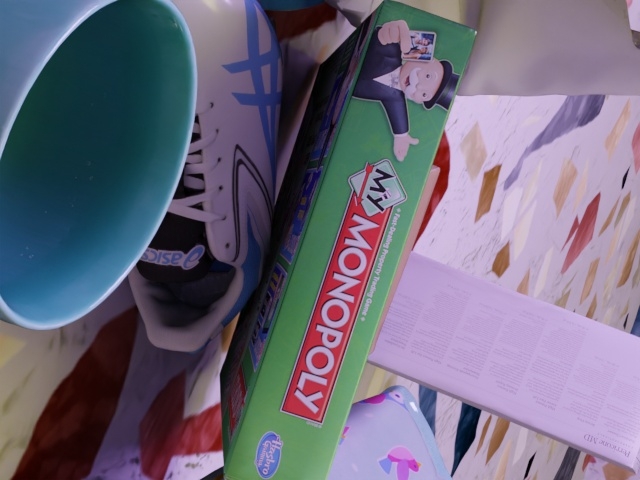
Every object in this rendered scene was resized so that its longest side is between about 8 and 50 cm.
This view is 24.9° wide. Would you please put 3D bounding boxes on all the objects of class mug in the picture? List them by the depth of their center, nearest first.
[{"bbox_3d":[-0.114,-0.051,0.541,0.158,0.097,0.129,-50,152,-42],"label":"mug"}]

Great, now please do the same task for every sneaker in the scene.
[{"bbox_3d":[-0.062,-0.036,0.693,0.237,0.085,0.086,89,7,-48],"label":"sneaker"}]

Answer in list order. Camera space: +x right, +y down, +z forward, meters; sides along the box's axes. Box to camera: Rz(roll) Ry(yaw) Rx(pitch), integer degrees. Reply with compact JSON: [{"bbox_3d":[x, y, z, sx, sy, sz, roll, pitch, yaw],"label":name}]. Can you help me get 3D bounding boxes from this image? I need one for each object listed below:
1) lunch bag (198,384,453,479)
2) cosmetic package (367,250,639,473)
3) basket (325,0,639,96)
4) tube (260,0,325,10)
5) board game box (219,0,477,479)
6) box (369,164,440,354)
[{"bbox_3d":[-0.055,0.221,0.818,0.262,0.160,0.223,-35,174,25],"label":"lunch bag"},{"bbox_3d":[0.158,0.096,1.167,0.099,0.239,0.060,-65,160,-9],"label":"cosmetic package"},{"bbox_3d":[0.183,-0.224,0.724,0.331,0.328,0.266,21,72,-70],"label":"basket"},{"bbox_3d":[-0.018,-0.216,0.701,0.080,0.052,0.207,-56,152,-54],"label":"tube"},{"bbox_3d":[0.000,0.000,0.758,0.317,0.046,0.214,-150,-102,-85],"label":"board game box"},{"bbox_3d":[0.028,0.029,1.050,0.164,0.021,0.201,-71,166,14],"label":"box"}]
